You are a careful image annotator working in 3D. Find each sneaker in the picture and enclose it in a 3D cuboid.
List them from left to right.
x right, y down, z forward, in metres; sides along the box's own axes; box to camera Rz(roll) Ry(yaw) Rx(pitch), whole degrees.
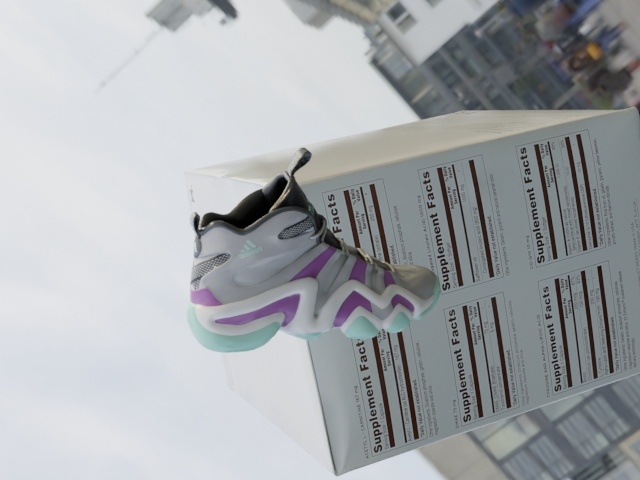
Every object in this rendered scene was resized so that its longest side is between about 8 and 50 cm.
[{"bbox_3d":[0.000,0.000,0.368,0.098,0.069,0.038,-8,-162,-24],"label":"sneaker"}]

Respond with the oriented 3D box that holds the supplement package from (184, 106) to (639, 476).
[{"bbox_3d":[0.052,0.013,0.599,0.194,0.203,0.149,-163,61,-69],"label":"supplement package"}]
